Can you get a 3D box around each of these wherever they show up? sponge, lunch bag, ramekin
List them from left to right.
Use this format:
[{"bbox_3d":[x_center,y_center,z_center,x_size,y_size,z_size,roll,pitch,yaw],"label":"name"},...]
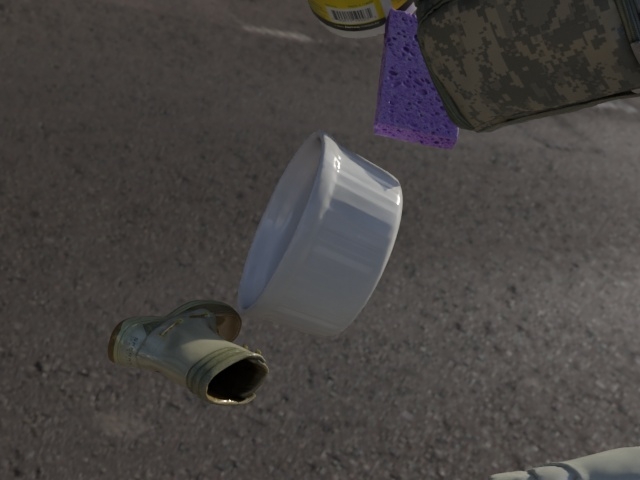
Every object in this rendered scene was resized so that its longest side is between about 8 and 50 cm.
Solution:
[{"bbox_3d":[0.000,0.000,1.331,0.135,0.277,0.277,24,26,-13],"label":"ramekin"},{"bbox_3d":[0.143,-0.232,1.375,0.117,0.031,0.210,12,61,-8],"label":"sponge"},{"bbox_3d":[0.253,-0.260,1.024,0.212,0.256,0.305,-8,-1,-40],"label":"lunch bag"}]

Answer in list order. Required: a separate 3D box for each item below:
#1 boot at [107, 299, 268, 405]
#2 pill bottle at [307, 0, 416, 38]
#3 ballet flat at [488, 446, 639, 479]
[{"bbox_3d":[-0.125,0.135,1.156,0.165,0.077,0.213,18,13,31],"label":"boot"},{"bbox_3d":[0.031,-0.458,1.363,0.188,0.188,0.334,43,-8,30],"label":"pill bottle"},{"bbox_3d":[0.166,0.318,0.983,0.139,0.400,0.139,39,26,-24],"label":"ballet flat"}]
